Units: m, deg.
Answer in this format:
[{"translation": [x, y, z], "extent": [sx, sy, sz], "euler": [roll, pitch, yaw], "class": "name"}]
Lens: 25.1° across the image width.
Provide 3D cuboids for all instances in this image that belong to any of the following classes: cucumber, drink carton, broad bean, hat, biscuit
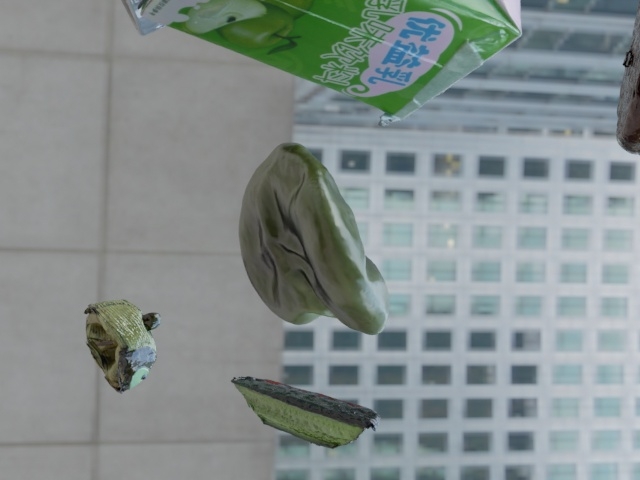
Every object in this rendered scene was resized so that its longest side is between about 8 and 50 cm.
[{"translation": [-0.010, 0.218, 1.784], "extent": [0.220, 0.046, 0.070], "euler": [14, -51, 35], "class": "cucumber"}, {"translation": [0.003, -0.201, 1.098], "extent": [0.161, 0.271, 0.108], "euler": [-32, -133, 49], "class": "drink carton"}, {"translation": [-0.002, 0.002, 1.054], "extent": [0.153, 0.072, 0.206], "euler": [61, -18, -2], "class": "broad bean"}, {"translation": [-0.178, 0.090, 1.325], "extent": [0.076, 0.059, 0.077], "euler": [42, -34, 32], "class": "hat"}, {"translation": [0.283, -0.164, 1.198], "extent": [0.192, 0.049, 0.192], "euler": [9, 90, -85], "class": "biscuit"}]

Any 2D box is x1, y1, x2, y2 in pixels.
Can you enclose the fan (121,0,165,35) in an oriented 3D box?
[{"translation": [-0.177, -0.272, 1.251], "extent": [0.244, 0.074, 0.130], "euler": [59, -7, 49], "class": "fan"}]
